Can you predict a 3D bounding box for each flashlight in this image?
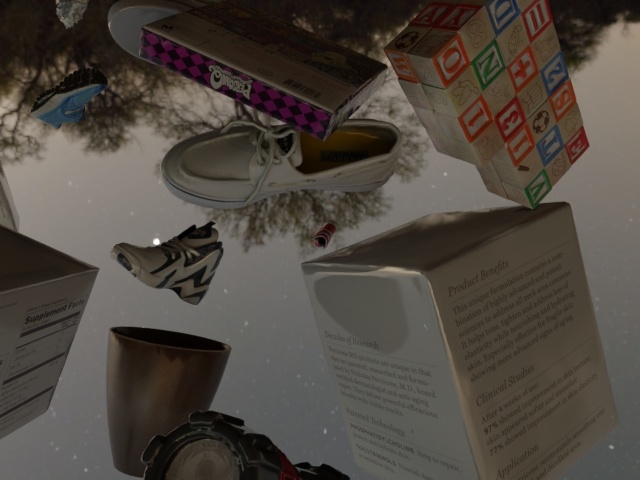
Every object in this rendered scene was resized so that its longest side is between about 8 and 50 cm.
[{"bbox_3d":[-0.046,0.230,0.542,0.103,0.304,0.103,-35,-119,-2],"label":"flashlight"}]

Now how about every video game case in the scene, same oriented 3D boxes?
[{"bbox_3d":[-0.056,-0.213,0.713,0.232,0.041,0.210,26,-145,8],"label":"video game case"}]

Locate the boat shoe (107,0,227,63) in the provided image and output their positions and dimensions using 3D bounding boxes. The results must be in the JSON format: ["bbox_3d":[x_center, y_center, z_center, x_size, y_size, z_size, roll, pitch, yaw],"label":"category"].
[{"bbox_3d":[-0.181,-0.315,0.874,0.268,0.096,0.088,-8,-120,-36],"label":"boat shoe"}]

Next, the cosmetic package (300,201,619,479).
[{"bbox_3d":[0.227,0.173,1.001,0.330,0.393,0.327,-20,-170,-31],"label":"cosmetic package"}]

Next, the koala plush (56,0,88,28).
[{"bbox_3d":[-0.315,-0.367,0.733,0.203,0.196,0.221,-19,-142,8],"label":"koala plush"}]

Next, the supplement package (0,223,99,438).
[{"bbox_3d":[-0.347,0.044,0.444,0.262,0.145,0.204,24,-173,5],"label":"supplement package"}]

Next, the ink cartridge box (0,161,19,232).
[{"bbox_3d":[-0.554,-0.052,0.883,0.176,0.127,0.128,-16,-156,-20],"label":"ink cartridge box"}]

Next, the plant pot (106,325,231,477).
[{"bbox_3d":[-0.284,0.285,1.057,0.216,0.230,0.215,10,175,1],"label":"plant pot"}]

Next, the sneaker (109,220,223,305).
[{"bbox_3d":[-0.256,0.015,1.081,0.094,0.153,0.235,29,174,39],"label":"sneaker"}]

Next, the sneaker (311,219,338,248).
[{"bbox_3d":[0.000,0.000,1.500,0.042,0.118,0.067,35,-124,-1],"label":"sneaker"}]

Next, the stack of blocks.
[{"bbox_3d":[0.224,-0.176,0.767,0.171,0.297,0.087,-46,-141,-8],"label":"stack of blocks"}]

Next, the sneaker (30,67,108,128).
[{"bbox_3d":[-0.448,-0.257,1.102,0.162,0.073,0.063,-21,-131,21],"label":"sneaker"}]

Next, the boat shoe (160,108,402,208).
[{"bbox_3d":[-0.054,-0.131,0.886,0.367,0.135,0.156,-2,163,-7],"label":"boat shoe"}]
